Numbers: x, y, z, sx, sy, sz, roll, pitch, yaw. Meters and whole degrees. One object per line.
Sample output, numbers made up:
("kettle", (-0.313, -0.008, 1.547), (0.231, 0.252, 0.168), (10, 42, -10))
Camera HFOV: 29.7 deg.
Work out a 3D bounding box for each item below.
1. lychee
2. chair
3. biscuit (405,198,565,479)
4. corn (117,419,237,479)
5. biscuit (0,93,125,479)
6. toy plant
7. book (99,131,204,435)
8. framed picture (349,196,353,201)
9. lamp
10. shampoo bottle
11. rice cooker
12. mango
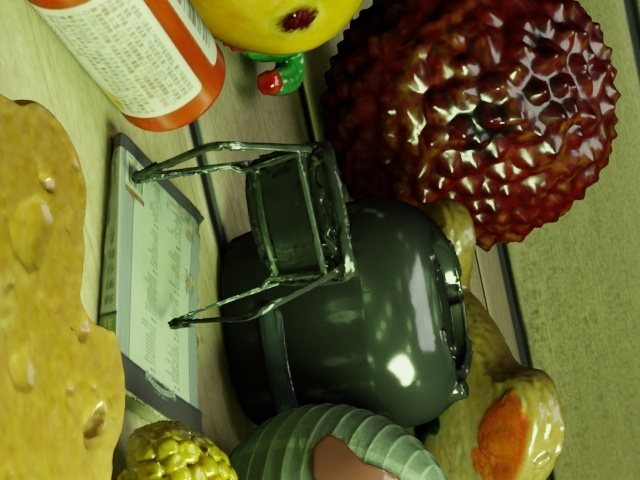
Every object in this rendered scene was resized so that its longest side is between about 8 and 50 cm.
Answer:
("lychee", (0.224, -0.187, 1.743), (0.500, 0.425, 0.424), (2, 77, -55))
("chair", (-0.023, -0.020, 1.031), (0.221, 0.145, 0.140), (-14, 92, -42))
("biscuit", (0.130, 0.180, 1.435), (0.368, 0.076, 0.394), (111, -31, -41))
("corn", (-0.080, 0.292, 0.911), (0.119, 0.119, 0.321), (-27, 105, -74))
("biscuit", (-0.212, 0.058, 0.706), (0.351, 0.057, 0.312), (-64, 141, -63))
("toy plant", (-0.057, -0.246, 1.416), (0.240, 0.088, 0.154), (-74, 149, -49))
("book", (-0.144, 0.043, 1.034), (0.157, 0.026, 0.231), (50, 32, -56))
("framed picture", (0.099, -0.043, 1.976), (0.289, 0.016, 0.213), (65, 21, -43))
("lamp", (0.018, 0.258, 1.077), (0.233, 0.233, 0.265), (-83, 152, -48))
("shampoo bottle", (-0.171, -0.199, 0.940), (0.278, 0.104, 0.104), (56, 27, -56))
("rice cooker", (0.034, 0.086, 1.259), (0.267, 0.225, 0.267), (-9, 90, -75))
("mango", (-0.065, -0.367, 1.229), (0.445, 0.232, 0.300), (-98, 162, -51))
